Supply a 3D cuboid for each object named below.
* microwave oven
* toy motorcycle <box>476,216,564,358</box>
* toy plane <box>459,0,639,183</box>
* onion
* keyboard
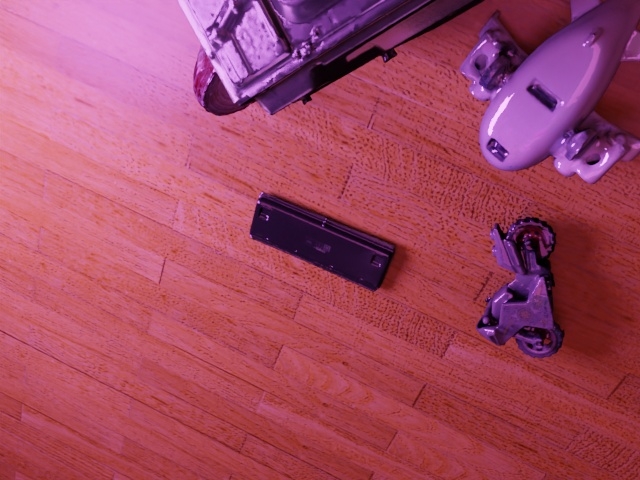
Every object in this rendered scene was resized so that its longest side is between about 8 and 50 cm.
[{"bbox_3d":[0.087,-0.327,0.642,0.394,0.333,0.247,-21,104,40],"label":"microwave oven"},{"bbox_3d":[0.278,0.069,0.954,0.123,0.080,0.215,-4,110,20],"label":"toy motorcycle"},{"bbox_3d":[0.284,-0.183,0.795,0.245,0.117,0.244,13,114,31],"label":"toy plane"},{"bbox_3d":[-0.091,-0.261,0.898,0.206,0.151,0.098,-36,67,21],"label":"onion"},{"bbox_3d":[0.000,0.000,1.046,0.230,0.025,0.093,23,124,7],"label":"keyboard"}]
